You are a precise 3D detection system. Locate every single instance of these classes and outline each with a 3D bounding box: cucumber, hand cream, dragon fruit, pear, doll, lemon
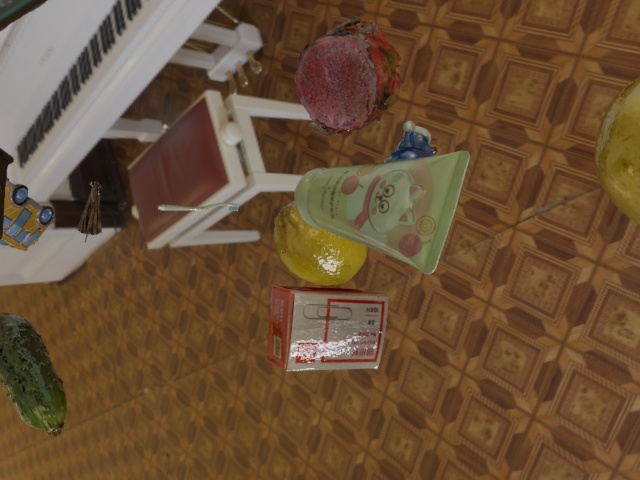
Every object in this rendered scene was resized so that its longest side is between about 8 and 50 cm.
[{"bbox_3d":[-0.356,0.159,0.729,0.227,0.069,0.069,35,116,42],"label":"cucumber"},{"bbox_3d":[0.071,-0.047,0.799,0.305,0.093,0.147,12,83,57],"label":"hand cream"},{"bbox_3d":[0.118,-0.477,1.727,0.314,0.263,0.296,-16,104,39],"label":"dragon fruit"},{"bbox_3d":[0.691,-0.169,1.110,0.348,0.348,0.349,3,95,44],"label":"pear"},{"bbox_3d":[0.230,-0.193,1.578,0.161,0.257,0.215,-6,123,18],"label":"doll"},{"bbox_3d":[0.000,0.000,1.403,0.204,0.260,0.204,-30,39,28],"label":"lemon"}]

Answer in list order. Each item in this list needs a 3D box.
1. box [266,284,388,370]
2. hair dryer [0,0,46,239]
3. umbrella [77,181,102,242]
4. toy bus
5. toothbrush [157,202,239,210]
[{"bbox_3d":[0.012,0.144,0.989,0.099,0.182,0.133,6,89,63],"label":"box"},{"bbox_3d":[-0.272,-0.129,0.475,0.302,0.244,0.116,-26,62,8],"label":"hair dryer"},{"bbox_3d":[-0.308,-0.038,0.810,0.020,0.031,0.083,139,139,-81],"label":"umbrella"},{"bbox_3d":[-0.740,-0.063,1.413,0.126,0.209,0.136,19,71,18],"label":"toy bus"},{"bbox_3d":[-0.357,-0.101,1.782,0.022,0.262,0.026,30,115,48],"label":"toothbrush"}]
